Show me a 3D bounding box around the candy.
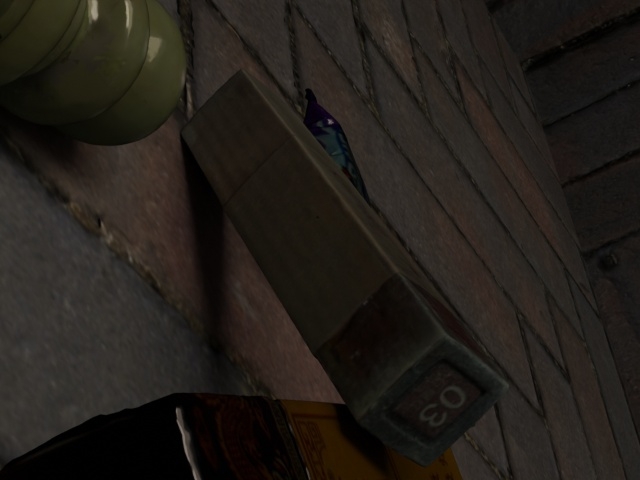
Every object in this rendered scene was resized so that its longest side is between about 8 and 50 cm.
[{"bbox_3d":[0.010,-0.021,1.187,0.275,0.070,0.145,-90,158,-58],"label":"candy"}]

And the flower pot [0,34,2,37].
[{"bbox_3d":[-0.234,-0.105,0.501,0.108,0.103,0.229,64,23,2],"label":"flower pot"}]

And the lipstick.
[{"bbox_3d":[0.000,0.000,0.902,0.076,0.080,0.371,37,12,-38],"label":"lipstick"}]

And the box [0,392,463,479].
[{"bbox_3d":[0.006,0.231,0.748,0.415,0.116,0.264,23,45,-66],"label":"box"}]

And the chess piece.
[{"bbox_3d":[-0.160,-0.128,0.745,0.144,0.144,0.251,70,13,16],"label":"chess piece"}]
